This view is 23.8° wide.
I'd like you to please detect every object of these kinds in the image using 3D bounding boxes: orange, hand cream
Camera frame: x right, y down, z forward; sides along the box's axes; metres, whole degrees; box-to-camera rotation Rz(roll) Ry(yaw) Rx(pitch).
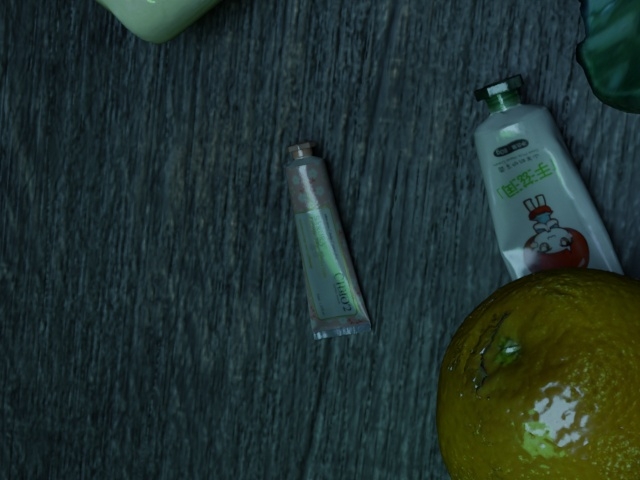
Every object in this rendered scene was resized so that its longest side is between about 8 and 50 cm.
[{"bbox_3d":[0.233,0.154,1.385,0.274,0.274,0.274,2,95,20],"label":"orange"},{"bbox_3d":[0.232,0.000,1.513,0.121,0.076,0.336,-19,94,22],"label":"hand cream"},{"bbox_3d":[0.000,0.000,1.604,0.067,0.043,0.210,-11,96,20],"label":"hand cream"}]

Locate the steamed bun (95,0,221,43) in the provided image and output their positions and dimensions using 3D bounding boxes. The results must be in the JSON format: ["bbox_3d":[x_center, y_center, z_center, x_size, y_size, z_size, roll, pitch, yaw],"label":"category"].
[{"bbox_3d":[-0.181,-0.342,1.581,0.200,0.155,0.250,-39,87,21],"label":"steamed bun"}]

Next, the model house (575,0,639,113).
[{"bbox_3d":[0.441,-0.187,1.311,0.295,0.329,0.252,-46,34,45],"label":"model house"}]
